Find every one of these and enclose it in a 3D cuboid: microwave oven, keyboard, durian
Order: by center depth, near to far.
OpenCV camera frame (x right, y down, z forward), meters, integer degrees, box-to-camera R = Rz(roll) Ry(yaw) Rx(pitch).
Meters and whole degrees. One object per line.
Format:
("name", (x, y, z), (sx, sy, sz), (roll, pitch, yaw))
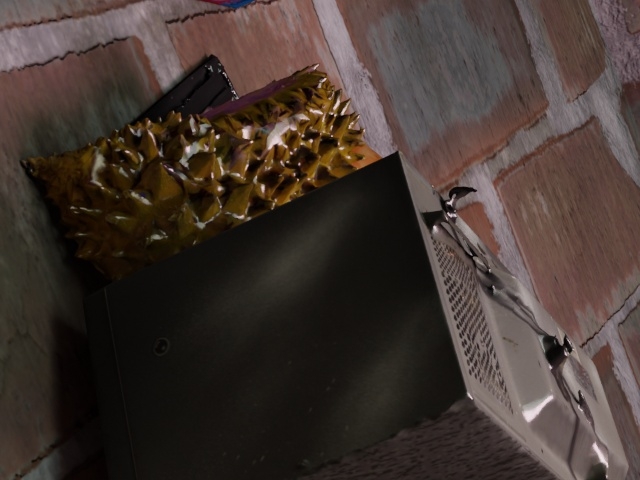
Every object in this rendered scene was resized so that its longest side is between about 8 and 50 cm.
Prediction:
("microwave oven", (0.056, 0.163, 1.515), (0.432, 0.374, 0.236), (41, 28, -53))
("durian", (-0.075, -0.055, 1.549), (0.341, 0.112, 0.191), (-20, 70, -35))
("keyboard", (-0.131, -0.114, 1.760), (0.087, 0.017, 0.250), (63, 25, -14))

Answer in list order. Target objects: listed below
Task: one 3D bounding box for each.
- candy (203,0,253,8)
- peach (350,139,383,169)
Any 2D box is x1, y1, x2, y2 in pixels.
("candy", (-0.108, -0.319, 1.786), (0.306, 0.157, 0.100), (-1, 74, -65))
("peach", (0.000, 0.000, 1.721), (0.232, 0.232, 0.232), (45, 35, -44))
